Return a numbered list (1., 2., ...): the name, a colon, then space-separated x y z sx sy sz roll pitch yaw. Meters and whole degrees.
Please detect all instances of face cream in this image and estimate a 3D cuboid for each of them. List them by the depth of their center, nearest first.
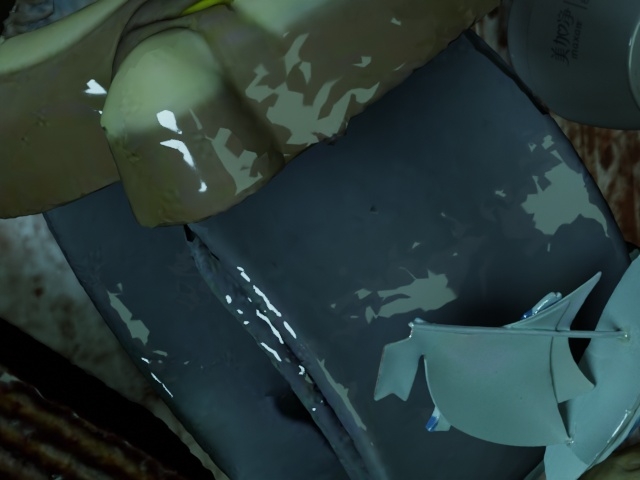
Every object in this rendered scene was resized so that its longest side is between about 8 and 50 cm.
1. face cream: 0.177 -0.122 0.994 0.117 0.104 0.117 -14 116 -33

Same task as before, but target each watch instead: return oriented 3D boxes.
1. watch: 0.000 0.000 0.765 0.314 0.335 0.327 -39 116 -19

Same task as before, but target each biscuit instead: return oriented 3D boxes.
1. biscuit: -0.155 0.088 0.827 0.252 0.106 0.070 38 89 -38

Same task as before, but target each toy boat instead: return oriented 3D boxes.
1. toy boat: 0.089 0.061 0.669 0.149 0.034 0.105 -20 127 -28

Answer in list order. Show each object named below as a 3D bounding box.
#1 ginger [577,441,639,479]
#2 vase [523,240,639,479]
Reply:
1. ginger: 0.204 0.244 1.131 0.138 0.152 0.267 29 93 -10
2. vase: 0.151 0.098 1.084 0.211 0.060 0.060 -54 129 -7
